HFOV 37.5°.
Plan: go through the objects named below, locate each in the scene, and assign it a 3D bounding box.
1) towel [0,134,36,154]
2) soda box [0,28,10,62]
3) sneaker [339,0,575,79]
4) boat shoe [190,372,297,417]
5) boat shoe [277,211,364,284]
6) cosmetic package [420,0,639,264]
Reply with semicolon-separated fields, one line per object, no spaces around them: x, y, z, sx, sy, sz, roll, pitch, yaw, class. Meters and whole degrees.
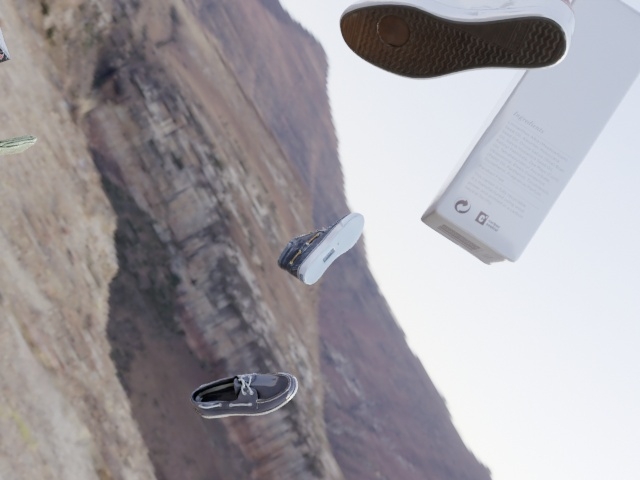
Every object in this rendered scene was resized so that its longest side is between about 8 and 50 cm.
-0.636;-0.186;1.895;0.148;0.110;0.027;0;-76;61;towel
-0.467;-0.314;1.247;0.060;0.053;0.169;86;-18;-77;soda box
0.173;-0.271;1.187;0.123;0.290;0.106;-61;153;-46;sneaker
-0.146;0.286;1.766;0.065;0.206;0.075;59;20;-57;boat shoe
0.000;0.000;1.804;0.083;0.183;0.065;27;-30;37;boat shoe
0.367;-0.186;1.608;0.161;0.453;0.230;33;-2;1;cosmetic package
